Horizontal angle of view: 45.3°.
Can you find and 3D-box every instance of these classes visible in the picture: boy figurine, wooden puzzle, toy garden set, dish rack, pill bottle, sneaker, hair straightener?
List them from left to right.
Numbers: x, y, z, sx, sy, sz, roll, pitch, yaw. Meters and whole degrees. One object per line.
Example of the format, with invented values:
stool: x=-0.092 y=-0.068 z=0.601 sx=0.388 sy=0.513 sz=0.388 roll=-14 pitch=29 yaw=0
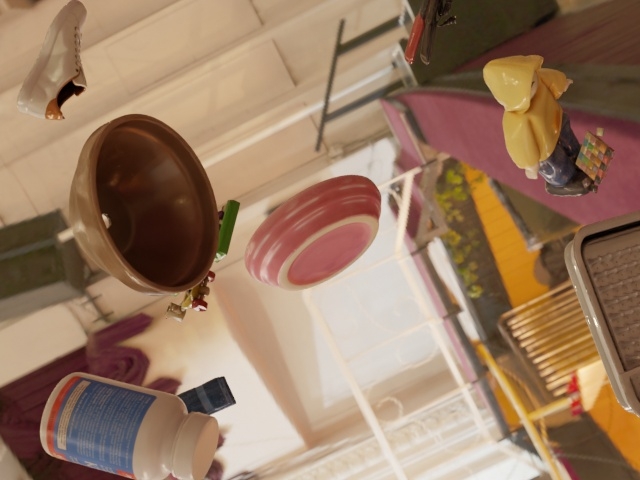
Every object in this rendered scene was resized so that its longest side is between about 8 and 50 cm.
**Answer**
sneaker: x=-0.562 y=-0.396 z=1.717 sx=0.106 sy=0.123 sz=0.290 roll=124 pitch=165 yaw=-76
pill bottle: x=-0.262 y=0.266 z=1.069 sx=0.124 sy=0.222 sz=0.124 roll=10 pitch=-90 yaw=-76
toy garden set: x=-0.239 y=0.053 z=1.385 sx=0.049 sy=0.244 sz=0.203 roll=24 pitch=-123 yaw=-22
hair straightener: x=0.244 y=-0.482 z=1.612 sx=0.047 sy=0.089 sz=0.230 roll=-124 pitch=38 yaw=-52
boy figurine: x=0.338 y=-0.189 z=1.159 sx=0.092 sy=0.177 sz=0.285 roll=11 pitch=156 yaw=43
wooden puzzle: x=0.341 y=-0.102 z=0.953 sx=0.049 sy=0.006 sz=0.083 roll=-121 pitch=28 yaw=-44
dish rack: x=0.555 y=0.120 z=1.306 sx=0.072 sy=0.286 sz=0.332 roll=-33 pitch=73 yaw=61

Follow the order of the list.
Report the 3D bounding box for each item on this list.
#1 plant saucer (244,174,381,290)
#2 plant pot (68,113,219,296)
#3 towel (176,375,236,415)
plant saucer: x=0.000 y=0.000 z=1.639 sx=0.084 sy=0.332 sz=0.332 roll=55 pitch=180 yaw=24
plant pot: x=-0.248 y=-0.038 z=1.008 sx=0.237 sy=0.110 sz=0.237 roll=32 pitch=-129 yaw=-51
towel: x=-0.228 y=0.310 z=1.472 sx=0.029 sy=0.120 sz=0.067 roll=-128 pitch=16 yaw=-69
